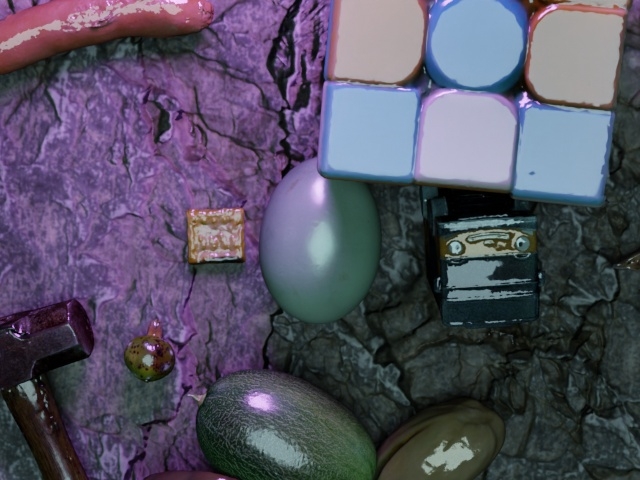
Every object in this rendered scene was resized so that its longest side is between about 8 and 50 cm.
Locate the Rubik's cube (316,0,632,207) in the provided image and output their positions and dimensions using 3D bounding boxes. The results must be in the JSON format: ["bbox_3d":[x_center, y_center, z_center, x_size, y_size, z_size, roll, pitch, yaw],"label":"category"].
[{"bbox_3d":[0.181,-0.243,1.609,0.344,0.347,0.346,7,98,0],"label":"Rubik's cube"}]

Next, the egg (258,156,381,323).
[{"bbox_3d":[0.000,0.000,1.777,0.168,0.168,0.231,4,99,-1],"label":"egg"}]

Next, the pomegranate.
[{"bbox_3d":[-0.237,0.160,1.855,0.073,0.073,0.084,38,82,-6],"label":"pomegranate"}]

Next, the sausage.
[{"bbox_3d":[-0.309,-0.296,1.774,0.327,0.079,0.087,-13,99,0],"label":"sausage"}]

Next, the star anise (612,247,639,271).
[{"bbox_3d":[0.524,0.026,1.842,0.172,0.063,0.208,41,93,-10],"label":"star anise"}]

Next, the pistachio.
[{"bbox_3d":[0.161,0.310,1.856,0.226,0.136,0.136,-36,98,11],"label":"pistachio"}]

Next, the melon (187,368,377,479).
[{"bbox_3d":[-0.057,0.278,1.817,0.288,0.182,0.182,31,98,-6],"label":"melon"}]

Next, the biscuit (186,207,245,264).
[{"bbox_3d":[-0.149,-0.006,1.851,0.083,0.018,0.081,-3,99,0],"label":"biscuit"}]

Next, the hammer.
[{"bbox_3d":[-0.392,0.295,1.877,0.242,0.095,0.408,-20,104,3],"label":"hammer"}]

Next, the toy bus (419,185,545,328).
[{"bbox_3d":[0.207,0.012,1.727,0.138,0.275,0.167,-4,101,0],"label":"toy bus"}]

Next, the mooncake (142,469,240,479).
[{"bbox_3d":[-0.160,0.453,1.797,0.290,0.161,0.290,13,136,13],"label":"mooncake"}]
